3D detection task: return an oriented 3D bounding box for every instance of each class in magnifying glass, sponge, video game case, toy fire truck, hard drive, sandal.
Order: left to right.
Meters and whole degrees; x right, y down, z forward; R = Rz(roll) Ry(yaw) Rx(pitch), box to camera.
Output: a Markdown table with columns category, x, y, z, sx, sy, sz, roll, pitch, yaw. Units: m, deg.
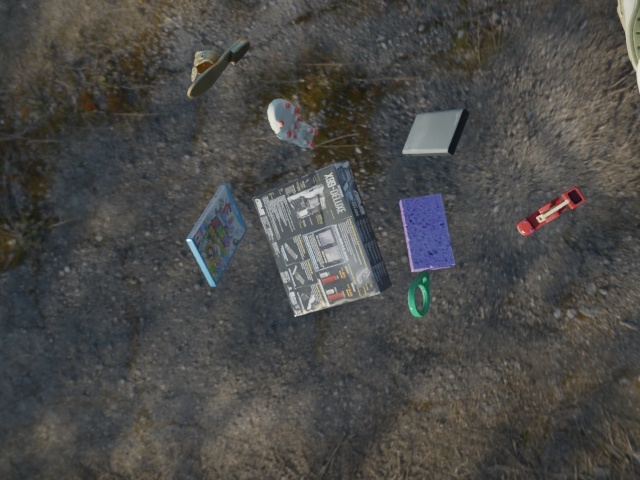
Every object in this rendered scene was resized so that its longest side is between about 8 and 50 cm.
| category | x | y | z | sx | sy | sz | roll | pitch | yaw |
| --- | --- | --- | --- | --- | --- | --- | --- | --- | --- |
| sandal | -0.295 | -0.477 | 1.554 | 0.079 | 0.088 | 0.240 | 41 | 67 | 3 |
| video game case | -0.193 | -0.013 | 1.107 | 0.015 | 0.166 | 0.119 | -2 | 131 | 21 |
| magnifying glass | 0.284 | 0.105 | 1.612 | 0.026 | 0.092 | 0.231 | -8 | 49 | 37 |
| sponge | 0.291 | -0.022 | 1.597 | 0.117 | 0.031 | 0.210 | -7 | 71 | -1 |
| hard drive | 0.230 | -0.215 | 1.170 | 0.135 | 0.022 | 0.094 | 12 | 78 | 57 |
| toy fire truck | 0.627 | -0.076 | 1.599 | 0.192 | 0.135 | 0.047 | -37 | 82 | 21 |

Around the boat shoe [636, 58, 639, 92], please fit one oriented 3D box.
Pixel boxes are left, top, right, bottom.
| category | x | y | z | sx | sy | sz | roll | pitch | yaw |
| --- | --- | --- | --- | --- | --- | --- | --- | --- | --- |
| boat shoe | 0.258 | -0.051 | 0.362 | 0.063 | 0.066 | 0.184 | -31 | 103 | 2 |

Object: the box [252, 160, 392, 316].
| category | x | y | z | sx | sy | sz | roll | pitch | yaw |
| --- | --- | --- | --- | --- | --- | --- | --- | --- | --- |
| box | 0.000 | 0.000 | 1.349 | 0.242 | 0.076 | 0.308 | -20 | 91 | 31 |

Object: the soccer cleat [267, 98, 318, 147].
| category | x | y | z | sx | sy | sz | roll | pitch | yaw |
| --- | --- | --- | --- | --- | --- | --- | --- | --- | --- |
| soccer cleat | -0.069 | -0.226 | 1.141 | 0.076 | 0.196 | 0.068 | 19 | 89 | 20 |

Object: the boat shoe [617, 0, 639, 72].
| category | x | y | z | sx | sy | sz | roll | pitch | yaw |
| --- | --- | --- | --- | --- | --- | --- | --- | --- | --- |
| boat shoe | 0.701 | -0.496 | 1.243 | 0.113 | 0.103 | 0.303 | -2 | 93 | 13 |
